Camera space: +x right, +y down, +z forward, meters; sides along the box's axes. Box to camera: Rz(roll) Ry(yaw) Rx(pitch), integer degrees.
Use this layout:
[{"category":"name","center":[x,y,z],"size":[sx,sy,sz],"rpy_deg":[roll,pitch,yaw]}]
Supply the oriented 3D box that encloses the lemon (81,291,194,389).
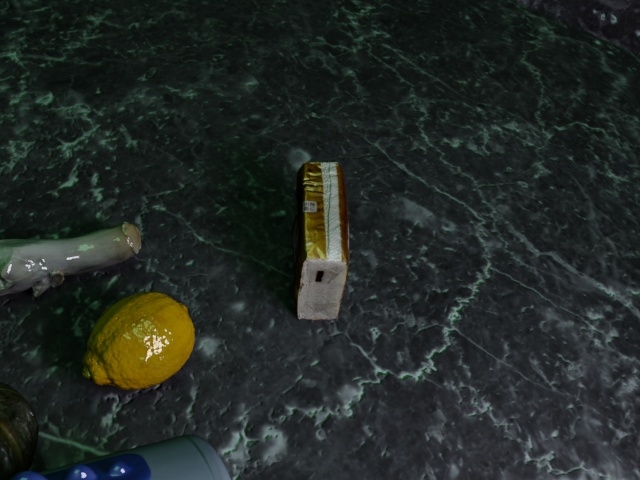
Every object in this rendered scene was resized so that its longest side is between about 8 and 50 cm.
[{"category":"lemon","center":[-0.275,0.153,1.119],"size":[0.187,0.142,0.142],"rpy_deg":[-33,66,-28]}]

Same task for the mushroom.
[{"category":"mushroom","center":[-0.430,0.026,1.215],"size":[0.278,0.096,0.099],"rpy_deg":[-12,57,-28]}]

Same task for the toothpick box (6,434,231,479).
[{"category":"toothpick box","center":[-0.282,0.362,0.841],"size":[0.355,0.263,0.263],"rpy_deg":[-7,53,-30]}]

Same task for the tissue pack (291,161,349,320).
[{"category":"tissue pack","center":[0.000,0.000,1.286],"size":[0.092,0.183,0.226],"rpy_deg":[2,51,-8]}]

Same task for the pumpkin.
[{"category":"pumpkin","center":[-0.478,0.266,0.943],"size":[0.224,0.157,0.223],"rpy_deg":[-3,22,1]}]
